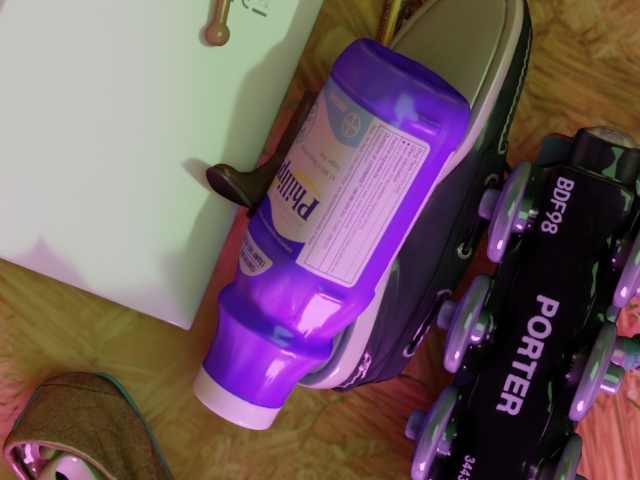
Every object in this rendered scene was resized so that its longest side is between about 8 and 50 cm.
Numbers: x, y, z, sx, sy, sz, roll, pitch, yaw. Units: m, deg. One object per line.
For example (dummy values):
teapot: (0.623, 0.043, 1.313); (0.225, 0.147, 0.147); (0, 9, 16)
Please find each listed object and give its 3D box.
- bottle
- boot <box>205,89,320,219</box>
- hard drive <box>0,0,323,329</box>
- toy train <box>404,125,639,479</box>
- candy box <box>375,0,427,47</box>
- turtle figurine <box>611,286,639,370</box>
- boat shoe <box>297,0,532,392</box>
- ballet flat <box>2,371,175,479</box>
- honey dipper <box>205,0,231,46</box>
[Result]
bottle: (0.000, 0.000, 1.217); (0.092, 0.118, 0.283); (23, 105, -25)
boot: (-0.029, -0.072, 1.270); (0.114, 0.037, 0.106); (-58, 149, -7)
hard drive: (-0.138, -0.139, 1.269); (0.233, 0.047, 0.353); (23, 88, -18)
toy train: (0.164, 0.070, 1.280); (0.142, 0.190, 0.334); (20, 102, 10)
candy box: (0.105, -0.187, 1.346); (0.105, 0.027, 0.206); (13, 92, -19)
turtle figurine: (0.332, 0.075, 1.398); (0.234, 0.118, 0.175); (13, 91, -12)
boat shoe: (0.085, -0.036, 1.299); (0.113, 0.127, 0.340); (17, 97, -42)
ballet flat: (-0.114, 0.250, 1.233); (0.342, 0.116, 0.124); (55, 38, 1)
honey dipper: (-0.059, -0.220, 1.246); (0.030, 0.030, 0.160); (9, 94, -17)
